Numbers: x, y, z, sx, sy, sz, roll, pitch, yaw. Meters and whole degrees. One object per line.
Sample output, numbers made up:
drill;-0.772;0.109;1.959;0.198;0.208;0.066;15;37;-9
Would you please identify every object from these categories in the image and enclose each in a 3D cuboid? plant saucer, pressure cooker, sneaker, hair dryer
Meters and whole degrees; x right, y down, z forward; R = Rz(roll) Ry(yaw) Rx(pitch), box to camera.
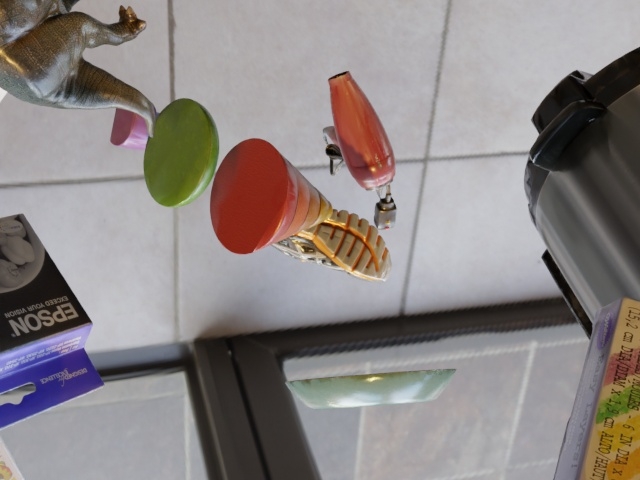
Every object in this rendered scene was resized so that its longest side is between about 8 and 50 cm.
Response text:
plant saucer;0.035;0.104;0.612;0.119;0.119;0.021;-2;80;-16
pressure cooker;0.458;-0.041;1.063;0.375;0.420;0.370;-23;143;2
sneaker;0.000;0.000;1.232;0.215;0.084;0.083;29;144;-2
hair dryer;0.042;-0.157;1.454;0.080;0.223;0.293;-31;149;-19

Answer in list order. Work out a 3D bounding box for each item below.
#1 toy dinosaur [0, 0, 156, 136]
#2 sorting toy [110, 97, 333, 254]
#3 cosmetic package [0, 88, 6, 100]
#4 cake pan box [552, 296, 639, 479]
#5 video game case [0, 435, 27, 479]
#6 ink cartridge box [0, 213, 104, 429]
toy dinosaur;-0.255;-0.198;0.764;0.160;0.121;0.313;-44;140;-16
sorting toy;-0.111;-0.085;1.036;0.126;0.365;0.127;9;106;-44
cosmetic package;-0.589;-0.284;1.575;0.060;0.099;0.239;29;144;-26
cake pan box;0.309;0.196;0.672;0.245;0.070;0.267;19;75;1
video game case;-0.354;0.215;0.714;0.206;0.026;0.227;-31;125;-23
ink cartridge box;-0.331;0.081;0.861;0.045;0.208;0.206;-44;166;34
